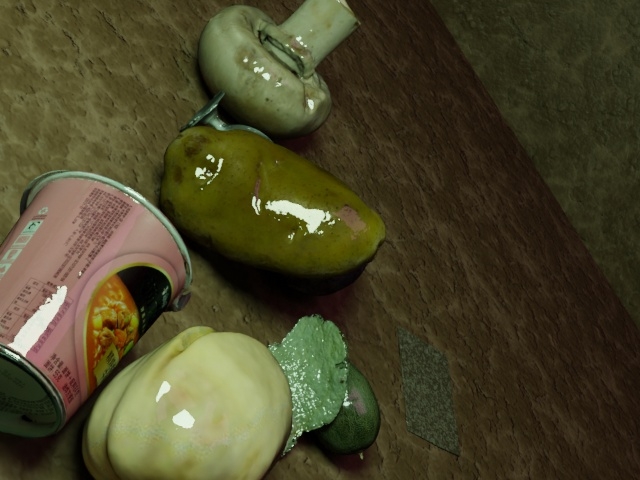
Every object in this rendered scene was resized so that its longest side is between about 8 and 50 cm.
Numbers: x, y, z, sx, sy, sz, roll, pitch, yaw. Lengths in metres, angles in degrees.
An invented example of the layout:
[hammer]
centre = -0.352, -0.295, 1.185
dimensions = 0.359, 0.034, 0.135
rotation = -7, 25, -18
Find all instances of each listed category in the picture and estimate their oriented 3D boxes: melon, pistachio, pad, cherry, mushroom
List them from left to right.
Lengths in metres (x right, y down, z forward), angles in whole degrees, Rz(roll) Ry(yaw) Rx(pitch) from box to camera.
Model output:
[pistachio]
centre = -0.150, 0.226, 1.099
dimensions = 0.321, 0.229, 0.238
rotation = 4, 97, -68
[mushroom]
centre = -0.064, -0.344, 1.667
dimensions = 0.292, 0.290, 0.292
rotation = 42, 22, -21
[cherry]
centre = 0.007, 0.000, 1.560
dimensions = 0.195, 0.195, 0.195
rotation = 35, 37, -32
[melon]
centre = 0.036, 0.266, 1.418
dimensions = 0.114, 0.114, 0.167
rotation = 6, 55, -52
[pad]
centre = 0.209, 0.290, 1.741
dimensions = 0.158, 0.003, 0.235
rotation = 33, 38, -33

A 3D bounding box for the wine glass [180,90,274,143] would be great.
[wine glass]
centre = -0.133, -0.154, 1.586
dimensions = 0.222, 0.103, 0.103
rotation = 45, 33, -15

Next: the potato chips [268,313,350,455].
[potato chips]
centre = -0.047, 0.218, 1.364
dimensions = 0.228, 0.059, 0.167
rotation = -38, 68, -19

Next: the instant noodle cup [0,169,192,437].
[instant noodle cup]
centre = -0.306, 0.081, 1.039
dimensions = 0.244, 0.244, 0.255
rotation = 45, 42, -18

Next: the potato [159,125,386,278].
[potato]
centre = -0.079, -0.051, 1.409
dimensions = 0.369, 0.176, 0.195
rotation = 24, 29, 9
